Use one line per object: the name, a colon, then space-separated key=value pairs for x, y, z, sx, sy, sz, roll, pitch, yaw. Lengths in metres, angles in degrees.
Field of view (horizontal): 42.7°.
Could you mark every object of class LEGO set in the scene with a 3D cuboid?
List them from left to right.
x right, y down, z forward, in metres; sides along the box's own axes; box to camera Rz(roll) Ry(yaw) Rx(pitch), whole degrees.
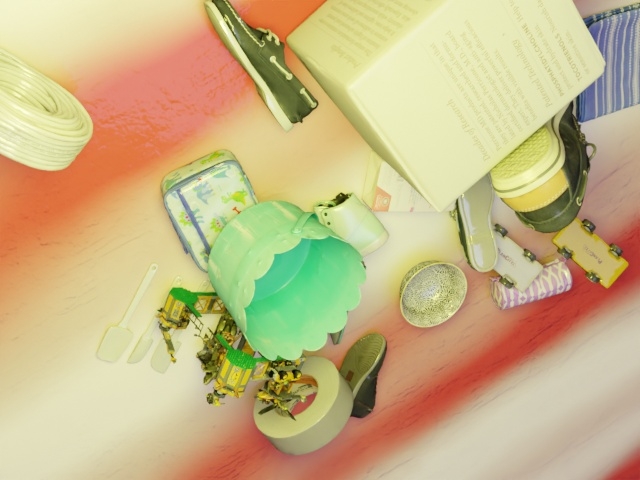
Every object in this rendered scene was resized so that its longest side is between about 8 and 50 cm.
LEGO set: x=-0.194 y=0.249 z=1.660 sx=0.255 sy=0.331 sz=0.192 roll=-3 pitch=122 yaw=-51

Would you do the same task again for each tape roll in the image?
tape roll: x=-0.039 y=0.365 z=1.828 sx=0.219 sy=0.219 sz=0.072 roll=-35 pitch=125 yaw=-2

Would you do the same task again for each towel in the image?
towel: x=0.717 y=-0.413 z=1.831 sx=0.336 sy=0.040 sz=0.243 roll=-19 pitch=123 yaw=-13

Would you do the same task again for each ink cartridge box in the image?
ink cartridge box: x=0.198 y=-0.125 z=1.755 sx=0.198 sy=0.067 sz=0.115 roll=1 pitch=116 yaw=-21

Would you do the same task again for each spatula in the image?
spatula: x=-0.346 y=0.166 z=1.715 sx=0.168 sy=0.019 sz=0.242 roll=22 pitch=106 yaw=-30

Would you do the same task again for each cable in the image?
cable: x=-0.492 y=-0.214 z=1.307 sx=0.257 sy=0.257 sz=0.089 roll=28 pitch=109 yaw=-32

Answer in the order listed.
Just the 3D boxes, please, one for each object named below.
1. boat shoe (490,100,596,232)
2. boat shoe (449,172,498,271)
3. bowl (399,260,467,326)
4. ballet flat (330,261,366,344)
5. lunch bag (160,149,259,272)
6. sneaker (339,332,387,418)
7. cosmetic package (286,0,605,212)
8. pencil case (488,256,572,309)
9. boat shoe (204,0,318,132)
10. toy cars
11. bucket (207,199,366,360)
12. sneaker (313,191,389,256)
boat shoe: x=0.430 y=-0.170 z=1.599 sx=0.186 sy=0.500 sz=0.156 roll=-29 pitch=108 yaw=26
boat shoe: x=0.342 y=-0.058 z=1.828 sx=0.095 sy=0.079 sz=0.255 roll=-16 pitch=101 yaw=-14
bowl: x=0.245 y=0.108 z=1.891 sx=0.170 sy=0.080 sz=0.170 roll=-9 pitch=119 yaw=-17
ballet flat: x=0.042 y=0.132 z=1.839 sx=0.068 sy=0.072 sz=0.213 roll=18 pitch=110 yaw=0
lunch bag: x=-0.207 y=-0.052 z=1.615 sx=0.176 sy=0.090 sz=0.219 roll=-25 pitch=122 yaw=-5
sneaker: x=0.107 y=0.324 z=1.965 sx=0.118 sy=0.083 sz=0.222 roll=23 pitch=100 yaw=-50
cosmetic package: x=0.216 y=-0.340 z=1.489 sx=0.393 sy=0.329 sz=0.327 roll=-41 pitch=125 yaw=3
pencil case: x=0.512 y=0.104 z=1.995 sx=0.206 sy=0.086 sz=0.088 roll=-17 pitch=118 yaw=-13
boat shoe: x=-0.104 y=-0.334 z=1.498 sx=0.091 sy=0.114 sz=0.302 roll=-36 pitch=136 yaw=0
toy cars: x=0.527 y=0.027 z=1.941 sx=0.393 sy=0.087 sz=0.177 roll=-2 pitch=101 yaw=-5
bucket: x=-0.069 y=0.068 z=1.573 sx=0.281 sy=0.183 sz=0.281 roll=-20 pitch=131 yaw=-25
sneaker: x=0.000 y=0.000 z=1.738 sx=0.256 sy=0.094 sz=0.151 roll=-34 pitch=105 yaw=11
